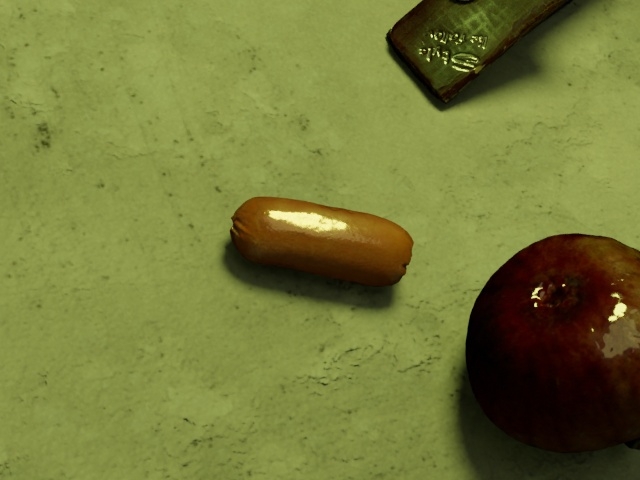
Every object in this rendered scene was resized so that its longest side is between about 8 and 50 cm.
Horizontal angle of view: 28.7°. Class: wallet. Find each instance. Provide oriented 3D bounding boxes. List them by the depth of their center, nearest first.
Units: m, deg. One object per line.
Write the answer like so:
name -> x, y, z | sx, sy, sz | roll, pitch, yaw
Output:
wallet -> 0.197, -0.281, 1.509 | 0.232, 0.031, 0.122 | -40, 79, 8

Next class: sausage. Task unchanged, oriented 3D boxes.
sausage -> 0.000, 0.000, 1.333 | 0.197, 0.076, 0.076 | 11, 58, -11

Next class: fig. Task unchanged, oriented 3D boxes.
fig -> 0.263, 0.110, 1.291 | 0.235, 0.214, 0.235 | -3, 71, 9

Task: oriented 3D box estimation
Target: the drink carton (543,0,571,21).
drink carton -> 0.318, -0.382, 1.626 | 0.102, 0.134, 0.222 | 45, 57, 12
